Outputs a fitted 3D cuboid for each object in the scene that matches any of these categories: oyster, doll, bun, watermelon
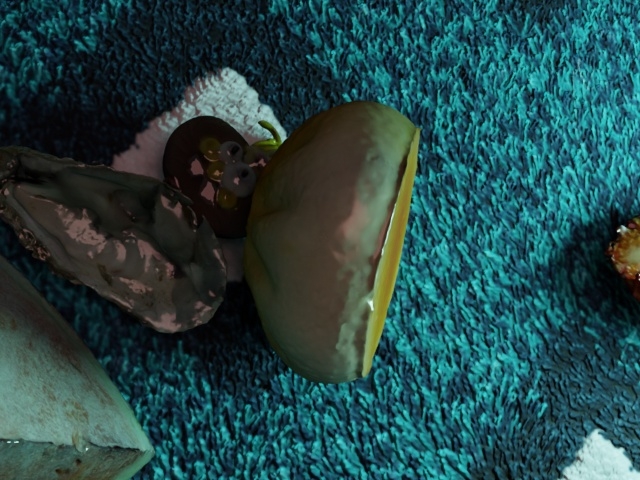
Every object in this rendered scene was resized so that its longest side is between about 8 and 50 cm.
[{"bbox_3d":[-0.225,0.000,0.982,0.252,0.087,0.199,-1,99,-1],"label":"oyster"},{"bbox_3d":[-0.097,-0.086,1.051,0.145,0.096,0.188,51,56,-11],"label":"doll"},{"bbox_3d":[0.000,0.000,0.975,0.164,0.299,0.299,13,71,10],"label":"bun"},{"bbox_3d":[-0.337,0.145,0.828,0.250,0.293,0.283,39,64,25],"label":"watermelon"}]

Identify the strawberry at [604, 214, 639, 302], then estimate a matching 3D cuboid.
[{"bbox_3d":[0.525,0.055,1.247,0.306,0.138,0.233,15,50,9],"label":"strawberry"}]
